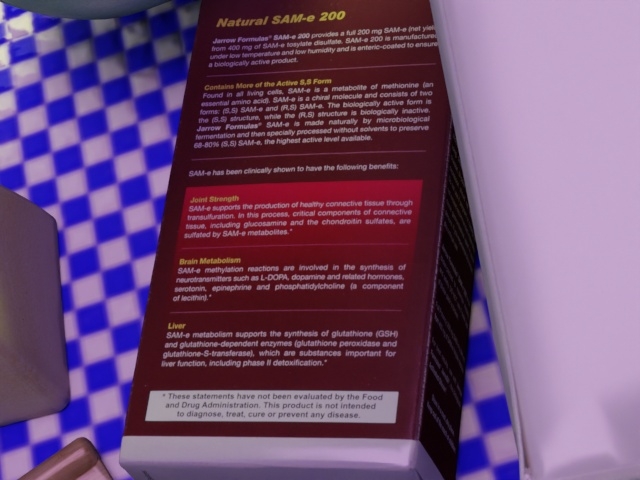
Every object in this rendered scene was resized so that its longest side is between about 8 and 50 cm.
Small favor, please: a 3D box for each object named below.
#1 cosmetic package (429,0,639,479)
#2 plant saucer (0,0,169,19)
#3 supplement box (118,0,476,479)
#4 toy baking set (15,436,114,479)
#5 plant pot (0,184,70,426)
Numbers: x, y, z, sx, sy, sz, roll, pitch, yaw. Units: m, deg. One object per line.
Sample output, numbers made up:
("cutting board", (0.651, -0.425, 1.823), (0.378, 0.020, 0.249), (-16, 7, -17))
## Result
("cosmetic package", (0.140, -0.090, 0.670), (0.197, 0.155, 0.365), (-9, 76, 6))
("plant saucer", (-0.069, -0.152, 0.864), (0.195, 0.037, 0.195), (-24, 21, 10))
("supplement box", (0.000, 0.000, 0.774), (0.130, 0.073, 0.239), (-1, 63, 18))
("toy baking set", (-0.147, 0.203, 0.735), (0.197, 0.030, 0.256), (26, 73, 28))
("plant pot", (-0.188, 0.024, 0.809), (0.109, 0.096, 0.109), (-15, 58, 10))
